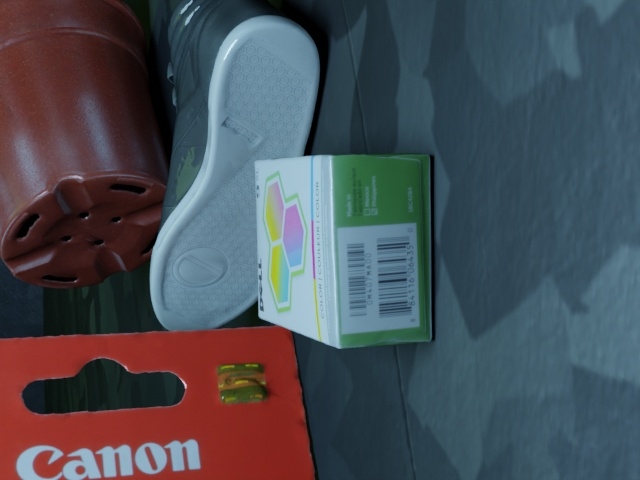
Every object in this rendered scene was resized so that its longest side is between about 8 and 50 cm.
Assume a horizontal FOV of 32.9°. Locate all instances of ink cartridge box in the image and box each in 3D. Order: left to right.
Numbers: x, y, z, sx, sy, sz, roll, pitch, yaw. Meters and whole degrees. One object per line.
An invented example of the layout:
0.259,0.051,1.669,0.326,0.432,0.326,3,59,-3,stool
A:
-0.120,0.222,0.693,0.091,0.308,0.385,122,143,-57,ink cartridge box
0.000,0.000,0.696,0.209,0.062,0.109,-170,78,-70,ink cartridge box

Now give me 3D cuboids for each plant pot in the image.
-0.293,-0.106,1.240,0.265,0.272,0.272,65,151,30,plant pot

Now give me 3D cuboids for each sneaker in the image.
-0.079,-0.069,0.863,0.147,0.104,0.296,-113,33,-50,sneaker
